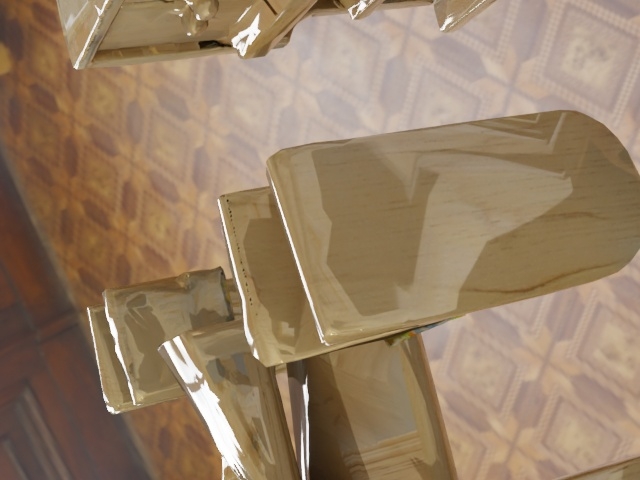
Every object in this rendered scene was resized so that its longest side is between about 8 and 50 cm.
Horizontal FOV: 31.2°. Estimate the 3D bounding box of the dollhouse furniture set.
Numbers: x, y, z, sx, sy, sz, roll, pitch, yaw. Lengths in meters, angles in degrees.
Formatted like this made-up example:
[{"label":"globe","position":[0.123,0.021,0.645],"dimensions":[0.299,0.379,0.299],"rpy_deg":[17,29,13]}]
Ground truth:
[{"label":"dollhouse furniture set","position":[0.037,-0.004,0.589],"dimensions":[0.362,0.256,0.394],"rpy_deg":[150,107,-65]}]
